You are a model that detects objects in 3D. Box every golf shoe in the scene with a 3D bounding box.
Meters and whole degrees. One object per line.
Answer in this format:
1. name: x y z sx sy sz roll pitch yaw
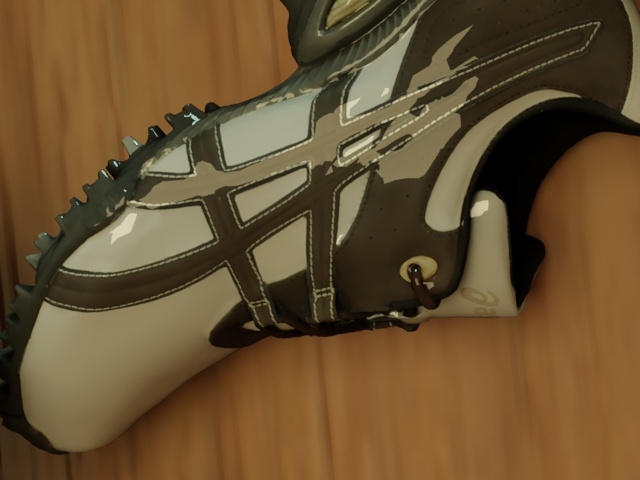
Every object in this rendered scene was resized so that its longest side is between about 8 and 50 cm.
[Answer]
1. golf shoe: 0.000 0.000 0.437 0.198 0.077 0.094 -46 74 17
